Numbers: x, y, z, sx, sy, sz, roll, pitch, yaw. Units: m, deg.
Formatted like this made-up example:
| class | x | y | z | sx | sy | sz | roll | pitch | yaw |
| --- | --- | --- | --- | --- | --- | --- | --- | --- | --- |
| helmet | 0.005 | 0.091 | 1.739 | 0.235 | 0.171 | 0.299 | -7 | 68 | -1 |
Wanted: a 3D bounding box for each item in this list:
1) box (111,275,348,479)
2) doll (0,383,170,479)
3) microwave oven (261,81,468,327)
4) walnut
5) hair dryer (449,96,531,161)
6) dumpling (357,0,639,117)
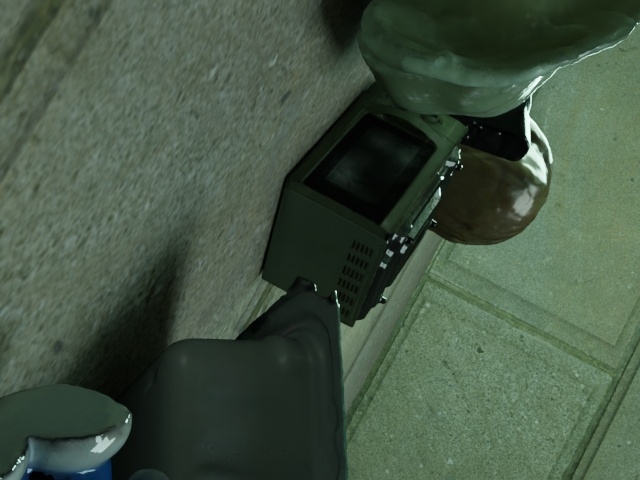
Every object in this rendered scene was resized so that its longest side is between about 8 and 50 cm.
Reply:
| class | x | y | z | sx | sy | sz | roll | pitch | yaw |
| --- | --- | --- | --- | --- | --- | --- | --- | --- | --- |
| box | -0.089 | 0.204 | 0.643 | 0.264 | 0.106 | 0.337 | -44 | -142 | 44 |
| doll | -0.163 | 0.202 | 0.481 | 0.215 | 0.161 | 0.257 | -6 | 116 | -44 |
| microwave oven | 0.051 | -0.037 | 0.978 | 0.205 | 0.129 | 0.163 | -52 | 164 | -43 |
| walnut | 0.254 | -0.103 | 1.527 | 0.248 | 0.248 | 0.248 | -59 | 169 | -18 |
| hair dryer | 0.144 | -0.124 | 1.169 | 0.302 | 0.116 | 0.244 | -55 | -167 | 40 |
| dumpling | 0.146 | -0.224 | 0.809 | 0.270 | 0.211 | 0.321 | -16 | -130 | 52 |
